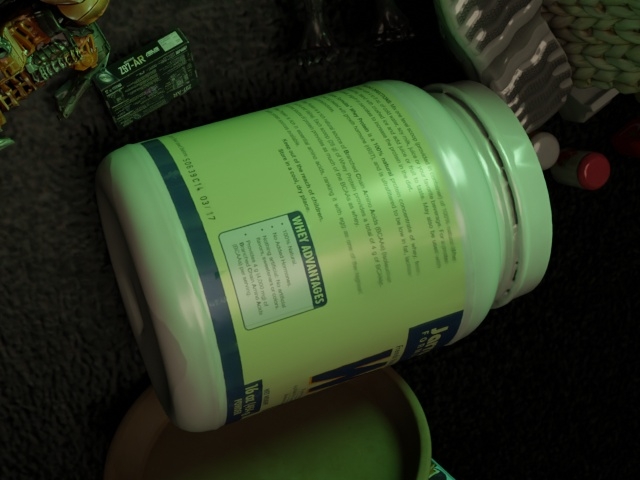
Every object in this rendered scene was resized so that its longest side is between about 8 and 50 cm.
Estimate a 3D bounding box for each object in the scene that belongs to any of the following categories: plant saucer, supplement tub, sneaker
[{"bbox_3d":[-0.044,0.189,0.782,0.278,0.278,0.041,-21,131,-16],"label":"plant saucer"},{"bbox_3d":[0.000,0.000,0.764,0.325,0.235,0.235,-17,108,-17],"label":"supplement tub"},{"bbox_3d":[0.125,-0.204,0.773,0.105,0.115,0.281,-39,140,-8],"label":"sneaker"}]

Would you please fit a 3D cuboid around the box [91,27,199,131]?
[{"bbox_3d":[-0.145,-0.134,0.771,0.083,0.067,0.018,-33,70,-11],"label":"box"}]

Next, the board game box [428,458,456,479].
[{"bbox_3d":[-0.015,0.294,0.788,0.308,0.302,0.086,-22,109,-15],"label":"board game box"}]

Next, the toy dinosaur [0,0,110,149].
[{"bbox_3d":[-0.237,-0.215,0.698,0.218,0.164,0.322,35,69,-39],"label":"toy dinosaur"}]

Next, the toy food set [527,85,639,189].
[{"bbox_3d":[0.316,-0.129,0.931,0.232,0.104,0.111,-36,112,-10],"label":"toy food set"}]

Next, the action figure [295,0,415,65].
[{"bbox_3d":[0.015,-0.294,0.758,0.164,0.141,0.276,-14,108,-7],"label":"action figure"}]

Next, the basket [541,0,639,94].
[{"bbox_3d":[0.313,-0.309,0.771,0.331,0.328,0.266,-36,114,-11],"label":"basket"}]
